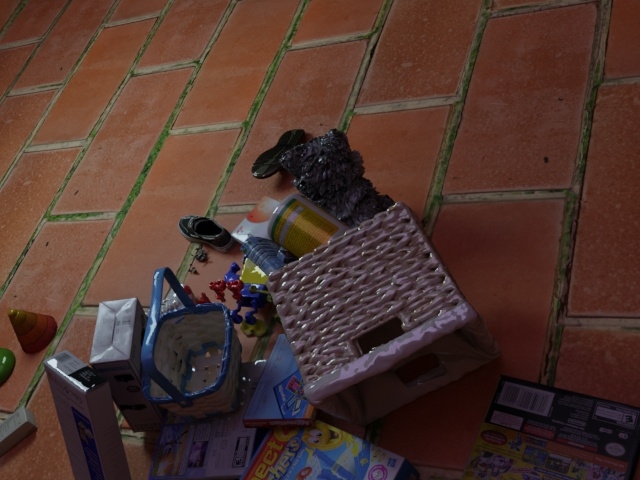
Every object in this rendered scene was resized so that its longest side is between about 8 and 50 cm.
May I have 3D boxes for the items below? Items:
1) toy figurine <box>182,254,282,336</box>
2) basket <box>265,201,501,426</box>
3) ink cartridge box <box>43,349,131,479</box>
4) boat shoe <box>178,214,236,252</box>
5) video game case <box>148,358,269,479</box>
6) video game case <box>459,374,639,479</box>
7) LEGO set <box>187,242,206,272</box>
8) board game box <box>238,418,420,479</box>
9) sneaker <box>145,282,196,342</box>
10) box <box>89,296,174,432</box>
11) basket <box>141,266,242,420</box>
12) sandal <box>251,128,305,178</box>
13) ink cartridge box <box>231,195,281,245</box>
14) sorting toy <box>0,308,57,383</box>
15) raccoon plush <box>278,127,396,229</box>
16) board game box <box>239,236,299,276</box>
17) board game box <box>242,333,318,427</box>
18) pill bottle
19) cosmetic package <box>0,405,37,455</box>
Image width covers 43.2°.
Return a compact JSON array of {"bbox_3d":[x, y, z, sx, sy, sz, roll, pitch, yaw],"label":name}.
[{"bbox_3d":[-0.132,0.084,1.888,0.362,0.191,0.217,0,49,29],"label":"toy figurine"},{"bbox_3d":[0.121,0.151,1.526,0.328,0.331,0.266,-29,63,8],"label":"basket"},{"bbox_3d":[-0.484,0.425,1.713,0.069,0.371,0.175,-25,33,-39],"label":"ink cartridge box"},{"bbox_3d":[-0.315,-0.035,2.173,0.219,0.070,0.078,19,65,40],"label":"boat shoe"},{"bbox_3d":[-0.227,0.398,1.753,0.244,0.061,0.270,-9,49,23],"label":"video game case"},{"bbox_3d":[0.404,0.378,1.416,0.274,0.035,0.248,9,58,35],"label":"video game case"},{"bbox_3d":[-0.323,0.050,2.144,0.054,0.023,0.083,24,81,44],"label":"LEGO set"},{"bbox_3d":[-0.018,0.504,1.521,0.302,0.086,0.308,14,61,38],"label":"board game box"},{"bbox_3d":[-0.384,0.192,1.986,0.090,0.115,0.232,-2,52,29],"label":"sneaker"},{"bbox_3d":[-0.409,0.282,1.791,0.087,0.290,0.169,-8,48,4],"label":"box"},{"bbox_3d":[-0.280,0.231,1.676,0.201,0.289,0.255,-11,45,12],"label":"basket"},{"bbox_3d":[-0.107,-0.231,2.233,0.090,0.060,0.219,8,43,28],"label":"sandal"},{"bbox_3d":[-0.127,-0.028,2.075,0.179,0.045,0.145,25,69,45],"label":"ink cartridge box"},{"bbox_3d":[-0.897,0.305,2.188,0.365,0.126,0.127,-40,44,-7],"label":"sorting toy"},{"bbox_3d":[0.080,-0.049,1.785,0.216,0.299,0.446,-34,44,1],"label":"raccoon plush"},{"bbox_3d":[-0.046,0.062,1.760,0.194,0.194,0.060,39,105,42],"label":"board game box"},{"bbox_3d":[-0.054,0.285,1.691,0.145,0.027,0.281,-6,29,18],"label":"board game box"},{"bbox_3d":[0.000,0.000,1.697,0.208,0.117,0.117,34,73,21],"label":"pill bottle"},{"bbox_3d":[-0.772,0.477,2.025,0.115,0.041,0.060,-37,43,-3],"label":"cosmetic package"}]
